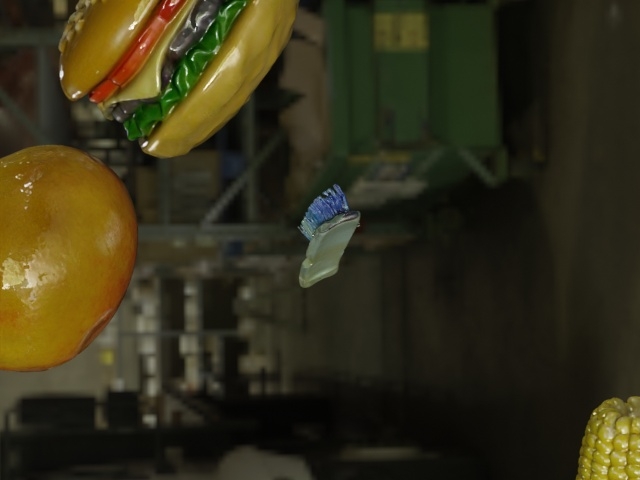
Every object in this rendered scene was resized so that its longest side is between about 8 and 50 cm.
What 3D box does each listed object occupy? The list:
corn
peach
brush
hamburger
[{"bbox_3d":[0.237,0.240,1.306,0.093,0.093,0.244,-119,30,-77],"label":"corn"},{"bbox_3d":[-0.374,0.015,2.272,0.289,0.308,0.289,28,128,42],"label":"peach"},{"bbox_3d":[0.000,0.001,1.174,0.030,0.033,0.178,57,169,8],"label":"brush"},{"bbox_3d":[-0.084,-0.129,1.026,0.162,0.115,0.162,-51,14,18],"label":"hamburger"}]
